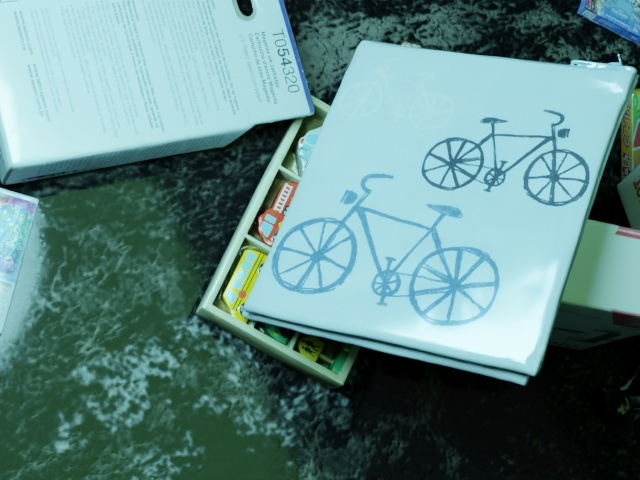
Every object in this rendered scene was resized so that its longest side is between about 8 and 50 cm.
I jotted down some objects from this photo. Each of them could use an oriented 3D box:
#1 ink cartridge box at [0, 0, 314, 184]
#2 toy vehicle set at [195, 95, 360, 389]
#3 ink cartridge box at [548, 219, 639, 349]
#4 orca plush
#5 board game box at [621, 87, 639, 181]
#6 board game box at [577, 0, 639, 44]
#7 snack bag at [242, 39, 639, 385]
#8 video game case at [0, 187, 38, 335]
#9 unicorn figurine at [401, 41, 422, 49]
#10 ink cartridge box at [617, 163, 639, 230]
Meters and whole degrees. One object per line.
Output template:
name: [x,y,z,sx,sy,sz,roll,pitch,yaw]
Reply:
ink cartridge box: [-0.204,-0.242,1.578,0.330,0.071,0.324,-11,79,-25]
toy vehicle set: [0.000,0.000,1.599,0.166,0.035,0.267,29,68,-10]
ink cartridge box: [0.251,0.047,1.575,0.158,0.218,0.092,11,77,-16]
orca plush: [0.416,0.093,1.682,0.287,0.102,0.151,-30,87,-24]
board game box: [0.467,-0.123,1.758,0.259,0.039,0.124,-9,107,-18]
board game box: [0.357,-0.289,1.811,0.090,0.020,0.090,24,68,-12]
snack bag: [0.115,-0.045,1.502,0.323,0.037,0.342,10,67,29]
video game case: [-0.366,0.005,1.480,0.157,0.019,0.143,17,70,-13]
unicorn figurine: [0.095,-0.159,1.640,0.162,0.060,0.111,-33,61,-29]
ink cartridge box: [0.458,-0.058,1.596,0.115,0.273,0.198,27,34,-26]
